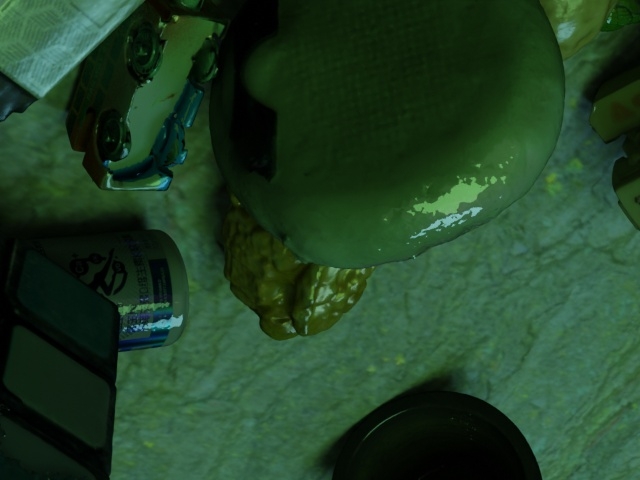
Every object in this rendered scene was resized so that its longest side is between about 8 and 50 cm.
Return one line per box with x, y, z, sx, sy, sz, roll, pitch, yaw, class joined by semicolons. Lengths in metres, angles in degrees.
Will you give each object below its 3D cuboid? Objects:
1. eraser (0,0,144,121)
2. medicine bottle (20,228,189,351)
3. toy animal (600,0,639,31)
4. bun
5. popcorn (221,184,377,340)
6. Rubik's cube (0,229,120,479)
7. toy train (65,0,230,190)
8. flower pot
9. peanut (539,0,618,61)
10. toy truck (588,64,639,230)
-0.160;-0.228;1.034;0.404;0.098;0.096;-42;136;8;eraser
-0.219;0.049;1.229;0.191;0.107;0.107;-5;129;-28;medicine bottle
0.306;-0.240;1.348;0.217;0.041;0.075;-16;134;-24;toy animal
0.060;-0.102;1.152;0.293;0.293;0.187;-35;154;0;bun
-0.014;-0.002;1.284;0.163;0.140;0.194;9;126;-43;popcorn
-0.376;0.148;0.989;0.359;0.363;0.362;35;109;-23;Rubik's cube
-0.138;-0.130;1.133;0.072;0.099;0.188;2;124;-36;toy train
0.141;0.301;1.607;0.235;0.235;0.148;-35;156;0;flower pot
0.193;-0.270;1.165;0.147;0.147;0.305;-25;139;-10;peanut
0.455;-0.114;1.336;0.254;0.181;0.405;44;137;-16;toy truck
